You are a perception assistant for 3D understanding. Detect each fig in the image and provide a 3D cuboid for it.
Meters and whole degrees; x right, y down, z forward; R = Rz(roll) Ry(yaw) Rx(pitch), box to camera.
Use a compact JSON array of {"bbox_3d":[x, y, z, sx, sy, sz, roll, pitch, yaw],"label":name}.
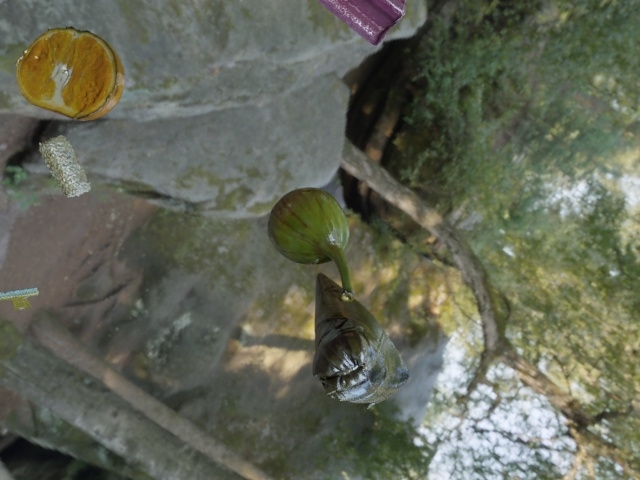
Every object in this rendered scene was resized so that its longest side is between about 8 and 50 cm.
[{"bbox_3d":[0.000,0.000,1.321,0.151,0.151,0.259,-55,-145,11],"label":"fig"}]

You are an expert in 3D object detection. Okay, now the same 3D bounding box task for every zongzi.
[{"bbox_3d":[0.031,0.156,1.309,0.134,0.288,0.286,-31,159,7],"label":"zongzi"}]

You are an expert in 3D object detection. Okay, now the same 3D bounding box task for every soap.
[{"bbox_3d":[0.044,-0.665,1.733,0.128,0.359,0.233,-42,-156,36],"label":"soap"}]

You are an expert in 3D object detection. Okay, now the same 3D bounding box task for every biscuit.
[{"bbox_3d":[-0.675,-0.197,1.907,0.070,0.169,0.082,-12,-163,44],"label":"biscuit"}]

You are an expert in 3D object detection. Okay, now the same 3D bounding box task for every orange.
[{"bbox_3d":[-0.710,-0.475,2.085,0.310,0.274,0.274,8,-122,48],"label":"orange"}]

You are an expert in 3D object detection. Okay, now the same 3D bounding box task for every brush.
[{"bbox_3d":[-0.606,0.119,1.444,0.218,0.082,0.010,142,-62,-68],"label":"brush"}]
